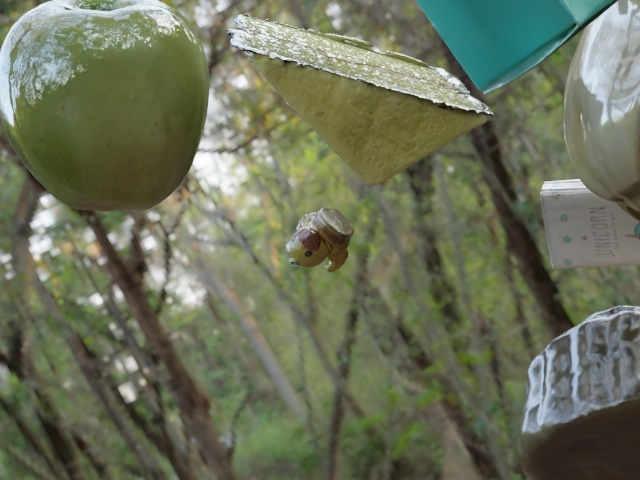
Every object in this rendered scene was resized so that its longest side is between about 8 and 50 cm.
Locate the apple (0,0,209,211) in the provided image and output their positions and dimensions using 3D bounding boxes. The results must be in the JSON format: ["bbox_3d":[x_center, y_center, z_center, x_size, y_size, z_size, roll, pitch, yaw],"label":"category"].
[{"bbox_3d":[-0.345,-0.225,2.144,0.357,0.357,0.357,-29,-8,-4],"label":"apple"}]

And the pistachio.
[{"bbox_3d":[0.411,-0.207,1.499,0.281,0.445,0.365,7,34,18],"label":"pistachio"}]

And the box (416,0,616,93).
[{"bbox_3d":[0.127,-0.302,1.113,0.118,0.311,0.205,-33,4,42],"label":"box"}]

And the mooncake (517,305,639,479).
[{"bbox_3d":[0.433,0.239,1.864,0.324,0.187,0.324,4,-38,3],"label":"mooncake"}]

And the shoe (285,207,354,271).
[{"bbox_3d":[0.002,0.002,1.572,0.069,0.072,0.109,-44,11,17],"label":"shoe"}]

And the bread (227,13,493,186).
[{"bbox_3d":[0.048,-0.267,2.017,0.242,0.405,0.346,-38,32,4],"label":"bread"}]

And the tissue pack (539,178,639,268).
[{"bbox_3d":[0.582,-0.037,2.510,0.325,0.170,0.071,-3,29,25],"label":"tissue pack"}]
